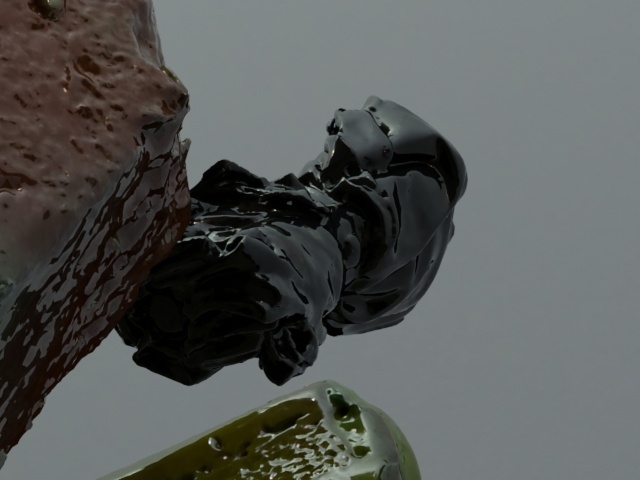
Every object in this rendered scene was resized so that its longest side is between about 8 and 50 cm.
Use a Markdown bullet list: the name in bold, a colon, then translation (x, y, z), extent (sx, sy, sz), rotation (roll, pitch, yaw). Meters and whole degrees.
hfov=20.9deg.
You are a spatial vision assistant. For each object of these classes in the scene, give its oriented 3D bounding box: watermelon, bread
- **watermelon**: translation (-0.117, -0.027, 0.684), extent (0.140, 0.256, 0.193), rotation (29, -54, 20)
- **bread**: translation (-0.113, 0.217, 1.039), extent (0.166, 0.383, 0.112), rotation (-117, -177, -57)

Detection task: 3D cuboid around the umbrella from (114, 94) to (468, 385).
- **umbrella**: translation (0.000, 0.001, 0.909), extent (0.110, 0.272, 0.122), rotation (-28, -90, 34)
